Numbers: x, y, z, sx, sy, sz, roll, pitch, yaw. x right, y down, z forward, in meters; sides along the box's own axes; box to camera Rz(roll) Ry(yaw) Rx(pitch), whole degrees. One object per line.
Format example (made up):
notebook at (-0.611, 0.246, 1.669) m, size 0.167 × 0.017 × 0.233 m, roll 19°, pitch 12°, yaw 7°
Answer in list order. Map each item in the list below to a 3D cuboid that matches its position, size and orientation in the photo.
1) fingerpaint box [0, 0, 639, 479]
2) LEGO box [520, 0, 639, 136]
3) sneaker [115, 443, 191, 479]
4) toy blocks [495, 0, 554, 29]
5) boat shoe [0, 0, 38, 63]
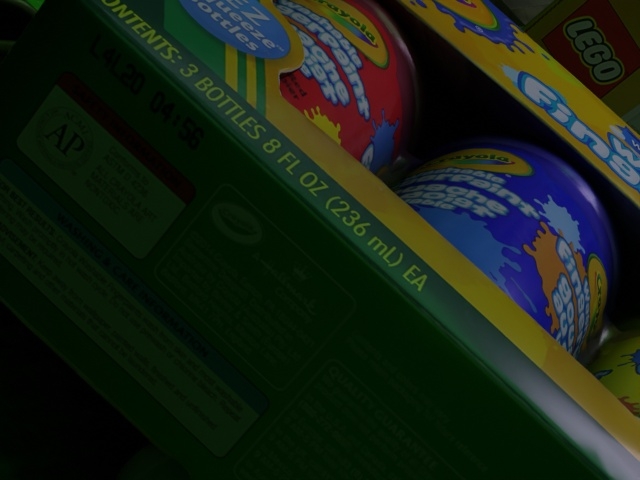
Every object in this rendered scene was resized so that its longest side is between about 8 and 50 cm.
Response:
fingerpaint box at (0.071, 0.027, 1.019) m, size 0.445 × 0.163 × 0.371 m, roll 43°, pitch 27°, yaw 5°
LEGO box at (0.317, 0.034, 1.506) m, size 0.193 × 0.372 × 0.500 m, roll -15°, pitch 71°, yaw -49°
sneaker at (0.015, 0.202, 0.986) m, size 0.256 × 0.094 × 0.151 m, roll 25°, pitch 22°, yaw -35°
toy blocks at (0.261, -0.079, 1.889) m, size 0.381 × 0.191 × 0.261 m, roll -119°, pitch -156°, yaw -60°
boat shoe at (-0.258, -0.132, 0.997) m, size 0.307 × 0.104 × 0.110 m, roll 23°, pitch 31°, yaw -57°
